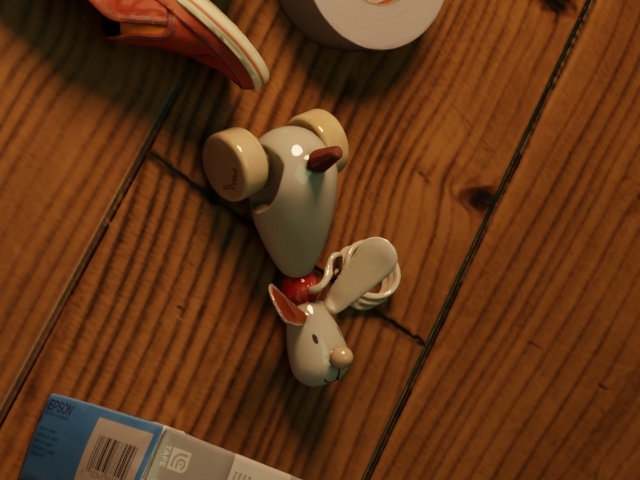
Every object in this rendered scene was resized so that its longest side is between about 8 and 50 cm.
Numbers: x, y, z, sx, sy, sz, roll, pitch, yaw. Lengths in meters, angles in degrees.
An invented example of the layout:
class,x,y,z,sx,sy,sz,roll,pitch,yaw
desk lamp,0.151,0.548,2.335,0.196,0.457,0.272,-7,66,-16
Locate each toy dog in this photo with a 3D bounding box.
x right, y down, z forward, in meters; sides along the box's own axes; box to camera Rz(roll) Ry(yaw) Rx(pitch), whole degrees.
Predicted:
class,x,y,z,sx,sy,sz,roll,pitch,yaw
toy dog,0.000,0.000,1.977,0.220,0.161,0.333,-43,116,-26

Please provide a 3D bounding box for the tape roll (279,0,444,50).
class,x,y,z,sx,sy,sz,roll,pitch,yaw
tape roll,0.050,-0.333,2.049,0.219,0.072,0.219,-2,94,-35

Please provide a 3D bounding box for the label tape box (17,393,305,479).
class,x,y,z,sx,sy,sz,roll,pitch,yaw
label tape box,-0.112,0.282,1.858,0.348,0.249,0.115,25,79,-34

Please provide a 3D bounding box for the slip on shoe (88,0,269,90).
class,x,y,z,sx,sy,sz,roll,pitch,yaw
slip on shoe,-0.191,-0.253,1.867,0.331,0.123,0.101,33,97,-33
